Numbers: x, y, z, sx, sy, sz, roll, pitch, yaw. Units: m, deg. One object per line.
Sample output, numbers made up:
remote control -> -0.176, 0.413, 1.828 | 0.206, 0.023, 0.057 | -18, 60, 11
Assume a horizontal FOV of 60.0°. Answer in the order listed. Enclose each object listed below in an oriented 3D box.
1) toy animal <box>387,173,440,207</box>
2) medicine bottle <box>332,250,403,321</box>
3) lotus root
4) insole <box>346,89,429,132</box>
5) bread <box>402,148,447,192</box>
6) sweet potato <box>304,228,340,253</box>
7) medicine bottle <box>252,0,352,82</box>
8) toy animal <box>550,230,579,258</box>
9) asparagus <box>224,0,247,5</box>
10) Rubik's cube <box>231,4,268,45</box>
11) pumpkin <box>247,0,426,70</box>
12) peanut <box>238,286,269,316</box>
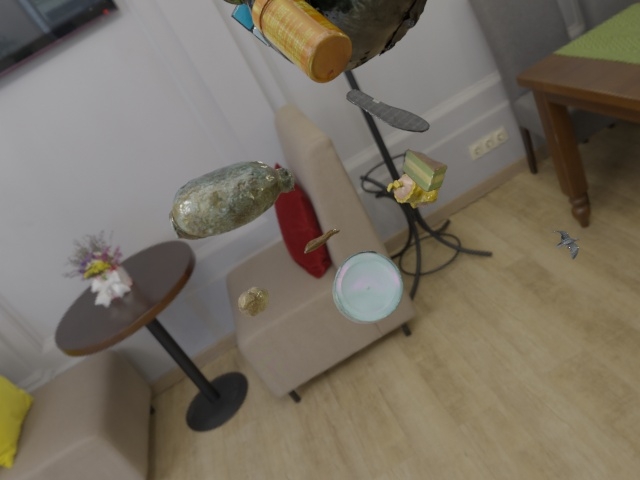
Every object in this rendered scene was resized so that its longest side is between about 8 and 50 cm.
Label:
toy animal -> 0.403, -0.217, 2.398 | 0.156, 0.229, 0.156 | -20, 66, 55
medicine bottle -> 0.162, 0.182, 2.021 | 0.245, 0.245, 0.290 | -34, -9, -7
lotus root -> -0.237, -0.115, 1.442 | 0.349, 0.175, 0.175 | -24, 28, 0
insole -> 0.223, -0.434, 1.857 | 0.309, 0.012, 0.110 | 32, 54, 20
bread -> 0.279, -0.203, 1.587 | 0.139, 0.074, 0.084 | 32, 34, 28
sweet potato -> 0.000, 0.000, 1.378 | 0.115, 0.026, 0.026 | -35, 27, -26
medicine bottle -> -0.035, -0.368, 0.983 | 0.096, 0.096, 0.192 | -35, 59, -8
toy animal -> 0.554, 0.006, 1.237 | 0.050, 0.028, 0.084 | -6, 48, -23
asparagus -> -0.223, -0.668, 1.473 | 0.080, 0.287, 0.080 | -164, 90, -80
Rubik's cube -> -0.168, -0.803, 1.885 | 0.180, 0.167, 0.183 | -39, 17, 45
pumpkin -> 0.028, -0.591, 1.171 | 0.454, 0.455, 0.343 | 1, 0, 45
peanut -> -0.248, 0.225, 2.033 | 0.085, 0.104, 0.228 | 6, 5, 9
